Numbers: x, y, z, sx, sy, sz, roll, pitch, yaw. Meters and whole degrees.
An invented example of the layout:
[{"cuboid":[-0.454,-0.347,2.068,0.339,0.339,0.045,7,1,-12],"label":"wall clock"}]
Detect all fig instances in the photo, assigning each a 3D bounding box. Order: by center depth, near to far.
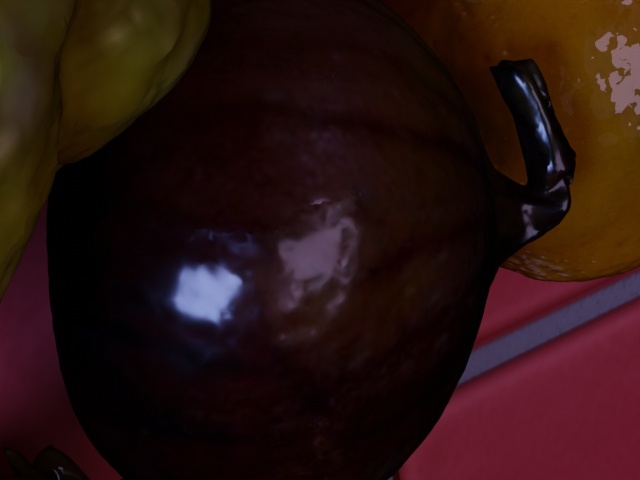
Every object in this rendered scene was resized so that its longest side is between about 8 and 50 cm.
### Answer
[{"cuboid":[-0.017,0.004,0.652,0.214,0.235,0.235,22,86,-8],"label":"fig"}]

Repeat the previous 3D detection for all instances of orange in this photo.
[{"cuboid":[0.128,-0.088,0.787,0.219,0.193,0.219,0,91,-27],"label":"orange"}]

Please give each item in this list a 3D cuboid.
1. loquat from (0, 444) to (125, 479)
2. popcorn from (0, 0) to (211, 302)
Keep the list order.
[{"cuboid":[-0.114,0.190,0.641,0.208,0.208,0.208,-13,110,-38],"label":"loquat"},{"cuboid":[-0.199,-0.084,0.435,0.292,0.293,0.334,-39,131,-2],"label":"popcorn"}]
